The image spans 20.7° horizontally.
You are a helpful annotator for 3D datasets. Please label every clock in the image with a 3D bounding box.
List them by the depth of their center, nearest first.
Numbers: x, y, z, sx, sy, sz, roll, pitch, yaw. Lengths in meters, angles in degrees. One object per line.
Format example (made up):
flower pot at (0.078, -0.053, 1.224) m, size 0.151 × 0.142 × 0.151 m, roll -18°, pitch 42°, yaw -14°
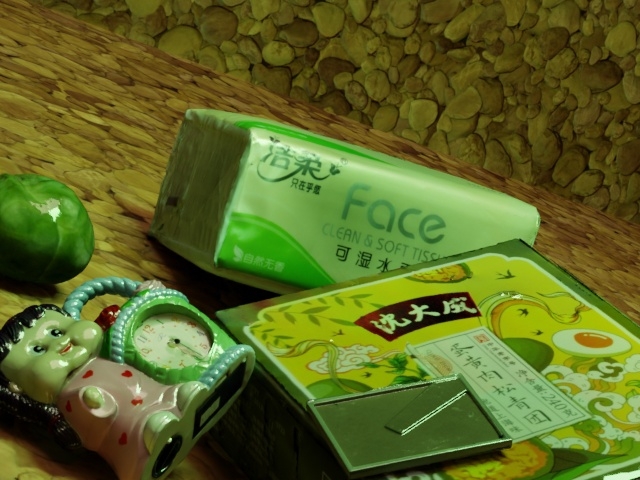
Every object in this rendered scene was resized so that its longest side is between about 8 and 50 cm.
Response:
clock at (-0.183, 0.114, 1.556) m, size 0.195 × 0.100 × 0.194 m, roll 28°, pitch 47°, yaw 17°

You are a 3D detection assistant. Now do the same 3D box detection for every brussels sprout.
brussels sprout at (-0.313, -0.015, 1.899) m, size 0.155 × 0.117 × 0.155 m, roll 24°, pitch 22°, yaw -11°

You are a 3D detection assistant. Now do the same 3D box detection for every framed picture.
framed picture at (0.074, 0.157, 1.500) m, size 0.149 × 0.011 × 0.109 m, roll -8°, pitch 32°, yaw -17°

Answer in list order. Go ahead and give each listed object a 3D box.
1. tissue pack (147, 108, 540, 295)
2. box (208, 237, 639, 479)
tissue pack at (0.024, -0.021, 2.231) m, size 0.405 × 0.205 × 0.332 m, roll 17°, pitch 1°, yaw -21°
box at (0.145, 0.176, 1.622) m, size 0.373 × 0.138 × 0.420 m, roll -14°, pitch 33°, yaw -25°
